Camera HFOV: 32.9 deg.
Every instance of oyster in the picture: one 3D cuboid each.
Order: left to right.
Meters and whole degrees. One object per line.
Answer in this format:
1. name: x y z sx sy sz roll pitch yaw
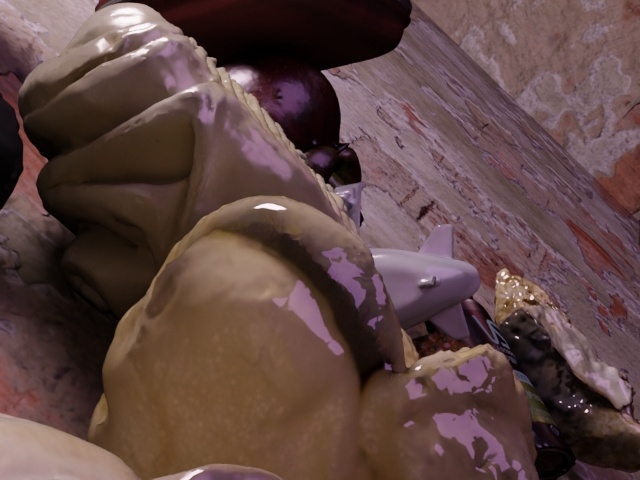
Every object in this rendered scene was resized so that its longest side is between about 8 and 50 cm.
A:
1. oyster: 0.326 0.181 1.509 0.110 0.166 0.341 -12 67 -37

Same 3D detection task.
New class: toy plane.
1. toy plane: 0.048 0.060 1.179 0.252 0.252 0.118 48 3 9

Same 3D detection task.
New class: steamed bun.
1. steamed bun: -0.136 -0.035 1.018 0.352 0.247 0.339 43 6 -28
2. steamed bun: 0.004 0.162 0.799 0.372 0.325 0.230 43 25 11

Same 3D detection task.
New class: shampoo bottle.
1. shampoo bottle: 0.219 0.168 1.440 0.129 0.084 0.323 25 29 -43

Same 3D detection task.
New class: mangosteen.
1. mangosteen: -0.052 -0.097 1.279 0.257 0.215 0.215 49 24 11

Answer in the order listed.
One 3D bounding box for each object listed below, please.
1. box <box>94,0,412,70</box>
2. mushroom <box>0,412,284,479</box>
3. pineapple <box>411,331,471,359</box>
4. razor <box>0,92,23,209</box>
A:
1. box: -0.091 -0.275 1.336 0.263 0.403 0.108 13 75 -51
2. mushroom: -0.152 0.239 0.523 0.315 0.315 0.356 27 -6 -34
3. pineapple: 0.142 0.217 1.188 0.130 0.119 0.277 44 21 -21
4. razor: -0.407 -0.127 0.889 0.326 0.107 0.189 20 34 -44
